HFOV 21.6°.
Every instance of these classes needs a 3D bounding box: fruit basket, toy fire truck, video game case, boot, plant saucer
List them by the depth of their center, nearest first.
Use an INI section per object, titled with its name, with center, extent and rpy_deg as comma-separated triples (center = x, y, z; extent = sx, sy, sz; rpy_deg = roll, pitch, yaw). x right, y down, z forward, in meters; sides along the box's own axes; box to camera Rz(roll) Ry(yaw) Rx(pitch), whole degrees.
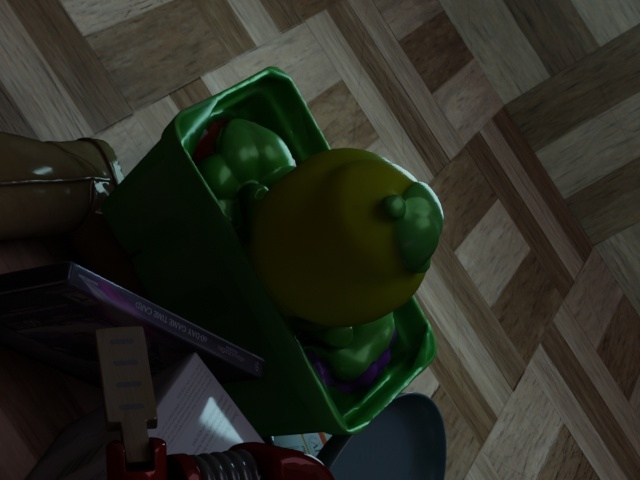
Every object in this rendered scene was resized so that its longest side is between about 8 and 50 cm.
[toy fire truck]
center = -0.102, 0.195, 1.392
extent = 0.217, 0.158, 0.246
rpy_deg = -4, 92, -32
[video game case]
center = -0.213, 0.091, 1.606
extent = 0.274, 0.196, 0.026
rpy_deg = 32, 57, -45
[fruit basket]
center = 0.000, 0.000, 1.696
extent = 0.392, 0.392, 0.283
rpy_deg = 58, 33, -3
[boot]
center = -0.287, -0.012, 1.720
extent = 0.269, 0.089, 0.236
rpy_deg = -1, 58, -60
[plant saucer]
center = 0.038, 0.308, 1.808
extent = 0.317, 0.044, 0.317
rpy_deg = -37, 136, -46

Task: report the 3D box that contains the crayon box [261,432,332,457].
[crayon box]
center = 0.000, 0.252, 1.952
extent = 0.323, 0.083, 0.203
rpy_deg = 5, 58, -59

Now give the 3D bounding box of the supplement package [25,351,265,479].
[supplement package]
center = -0.121, 0.291, 1.568
extent = 0.293, 0.177, 0.175
rpy_deg = 53, 26, -11
